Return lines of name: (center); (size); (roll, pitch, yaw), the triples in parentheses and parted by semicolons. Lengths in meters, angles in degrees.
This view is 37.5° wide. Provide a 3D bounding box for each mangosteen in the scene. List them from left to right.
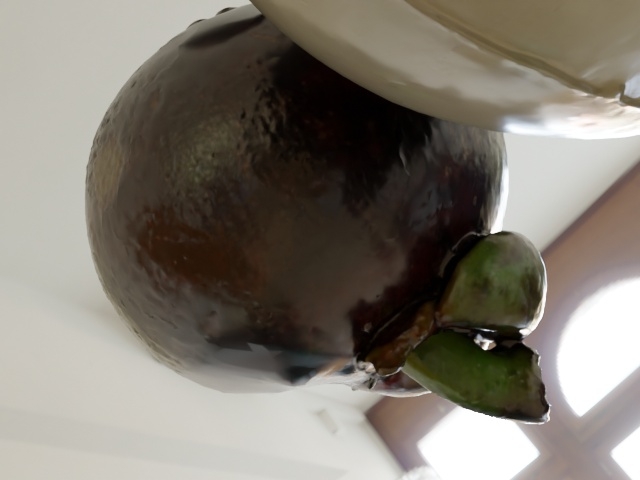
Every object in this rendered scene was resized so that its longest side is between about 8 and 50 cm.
mangosteen: (0.000, 0.000, 0.668); (0.306, 0.359, 0.306); (-25, -14, -7)

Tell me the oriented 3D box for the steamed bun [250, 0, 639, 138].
steamed bun: (0.107, -0.209, 0.442); (0.374, 0.334, 0.334); (6, -52, -35)
